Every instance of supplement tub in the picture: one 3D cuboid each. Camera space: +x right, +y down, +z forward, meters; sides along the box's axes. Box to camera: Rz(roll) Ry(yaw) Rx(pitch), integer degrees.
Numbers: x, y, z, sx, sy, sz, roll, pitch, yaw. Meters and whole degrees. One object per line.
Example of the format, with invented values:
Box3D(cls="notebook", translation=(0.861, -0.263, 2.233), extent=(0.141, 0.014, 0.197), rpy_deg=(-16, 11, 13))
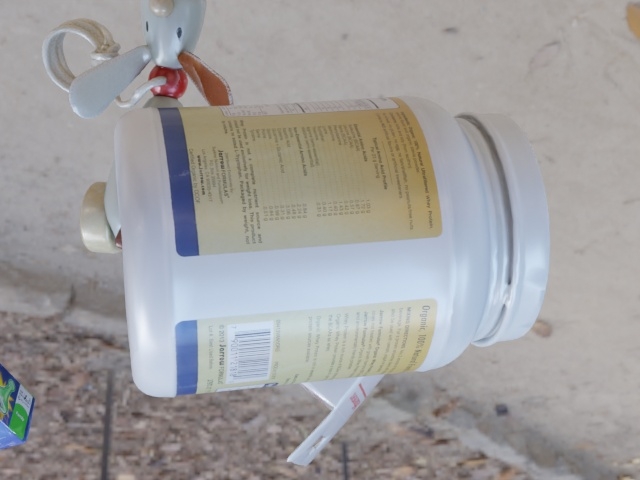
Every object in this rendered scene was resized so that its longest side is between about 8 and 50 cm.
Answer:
Box3D(cls="supplement tub", translation=(0.000, 0.000, 0.789), extent=(0.316, 0.228, 0.228), rpy_deg=(-4, 150, -12))

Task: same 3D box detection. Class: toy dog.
Box3D(cls="toy dog", translation=(-0.189, -0.113, 1.054), extent=(0.220, 0.333, 0.161), rpy_deg=(-15, -174, 8))

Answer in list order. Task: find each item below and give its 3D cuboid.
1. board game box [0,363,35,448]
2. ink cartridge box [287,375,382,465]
Box3D(cls="board game box", translation=(-0.293, 0.093, 0.572), extent=(0.201, 0.035, 0.136), rpy_deg=(-16, 133, 12))
Box3D(cls="ink cartridge box", translation=(0.046, 0.095, 1.160), extent=(0.119, 0.353, 0.207), rpy_deg=(39, 171, 13))
